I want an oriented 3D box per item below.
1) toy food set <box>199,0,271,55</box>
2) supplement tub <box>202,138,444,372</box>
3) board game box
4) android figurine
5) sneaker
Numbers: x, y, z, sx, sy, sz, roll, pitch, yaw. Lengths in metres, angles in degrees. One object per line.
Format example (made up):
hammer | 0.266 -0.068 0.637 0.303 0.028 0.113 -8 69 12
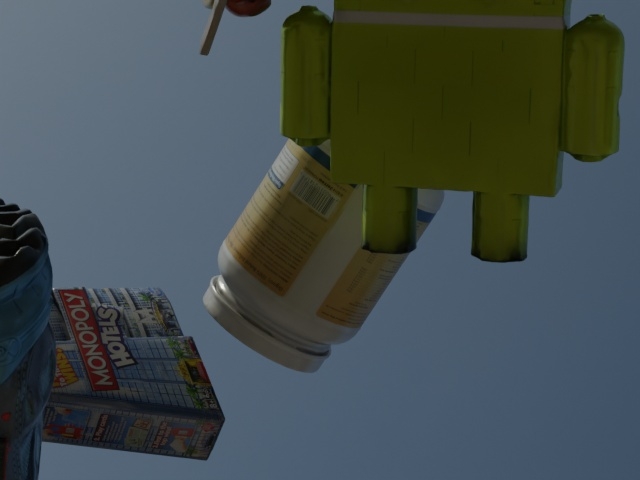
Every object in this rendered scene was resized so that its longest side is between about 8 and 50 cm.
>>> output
toy food set | -0.045 -0.235 1.107 0.071 0.218 0.128 8 -40 -14
supplement tub | 0.000 0.000 1.291 0.144 0.144 0.199 33 -79 1
board game box | -0.208 0.108 1.301 0.194 0.194 0.060 0 -47 -29
android figurine | 0.092 -0.122 1.055 0.248 0.056 0.272 6 -76 15
sneaker | -0.175 0.040 0.600 0.104 0.262 0.125 -11 -75 -21
